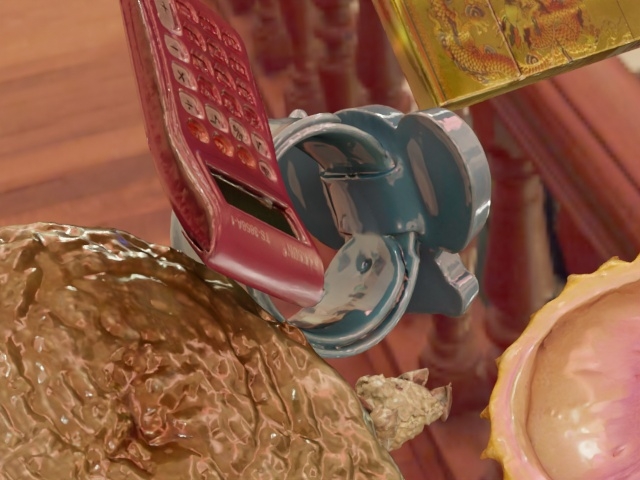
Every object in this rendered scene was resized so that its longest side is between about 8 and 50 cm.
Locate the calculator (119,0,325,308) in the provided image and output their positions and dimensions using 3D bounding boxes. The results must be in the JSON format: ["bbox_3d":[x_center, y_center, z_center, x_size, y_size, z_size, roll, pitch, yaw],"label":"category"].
[{"bbox_3d":[-0.058,-0.056,0.806,0.034,0.126,0.190,-28,65,20],"label":"calculator"}]

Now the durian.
[{"bbox_3d":[0.164,0.078,0.666,0.165,0.132,0.182,1,64,-20],"label":"durian"}]

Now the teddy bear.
[{"bbox_3d":[0.034,0.183,1.383,0.213,0.111,0.133,-1,-1,-37],"label":"teddy bear"}]

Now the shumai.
[{"bbox_3d":[-0.138,0.170,0.796,0.304,0.263,0.309,-16,65,-42],"label":"shumai"}]

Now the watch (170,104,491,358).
[{"bbox_3d":[0.000,0.000,1.035,0.193,0.211,0.211,-30,44,-35],"label":"watch"}]

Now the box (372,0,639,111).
[{"bbox_3d":[0.191,-0.227,1.245,0.311,0.043,0.173,-19,82,-23],"label":"box"}]
